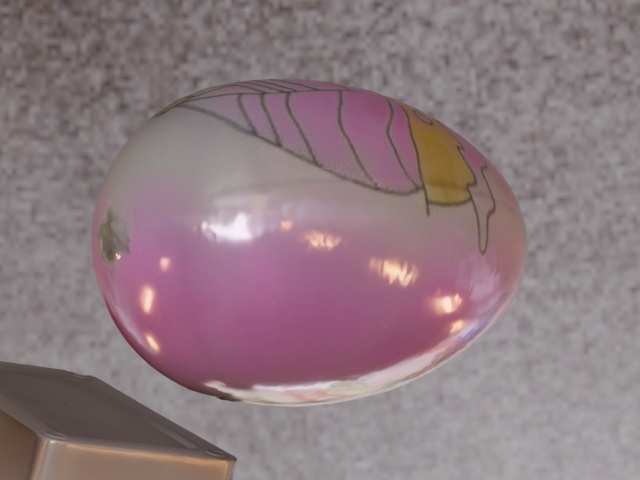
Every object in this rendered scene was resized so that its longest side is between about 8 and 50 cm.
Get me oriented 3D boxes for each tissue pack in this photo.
[{"bbox_3d":[-0.190,0.177,1.283,0.159,0.136,0.246,11,-175,-34],"label":"tissue pack"}]

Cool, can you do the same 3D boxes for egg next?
[{"bbox_3d":[0.000,0.000,1.068,0.271,0.196,0.196,-6,157,-22],"label":"egg"}]
